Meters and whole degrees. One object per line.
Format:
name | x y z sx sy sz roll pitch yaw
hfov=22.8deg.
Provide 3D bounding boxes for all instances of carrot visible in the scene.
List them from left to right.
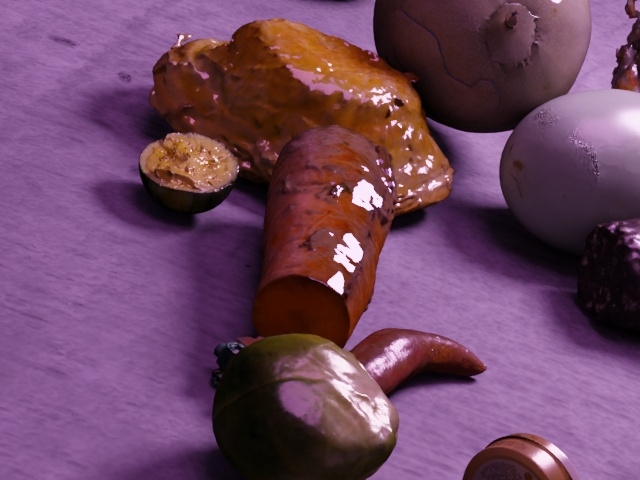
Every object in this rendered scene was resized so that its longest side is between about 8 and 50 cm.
carrot | 0.000 0.000 1.573 0.139 0.138 0.302 20 36 -2

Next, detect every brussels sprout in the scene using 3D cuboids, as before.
brussels sprout | -0.016 0.146 1.291 0.155 0.117 0.155 31 33 -23

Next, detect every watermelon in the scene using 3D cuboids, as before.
watermelon | -0.140 -0.063 1.657 0.105 0.062 0.105 9 36 -6

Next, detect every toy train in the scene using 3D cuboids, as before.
toy train | -0.048 0.124 1.395 0.103 0.044 0.064 40 21 34

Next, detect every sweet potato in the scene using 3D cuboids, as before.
sweet potato | 0.067 0.118 1.477 0.078 0.058 0.255 50 32 18

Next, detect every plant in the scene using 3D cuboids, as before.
plant | 0.394 0.043 1.782 0.194 0.132 0.129 6 33 -19

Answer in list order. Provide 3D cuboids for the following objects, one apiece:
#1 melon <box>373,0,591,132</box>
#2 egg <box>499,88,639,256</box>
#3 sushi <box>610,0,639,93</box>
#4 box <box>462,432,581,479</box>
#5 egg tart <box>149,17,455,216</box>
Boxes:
melon | 0.201 -0.266 1.961 0.268 0.268 0.330 20 5 -3
egg | 0.340 -0.079 1.887 0.283 0.203 0.203 4 31 -34
sushi | 0.594 -0.239 2.180 0.417 0.417 0.176 30 22 17
box | 0.167 0.213 1.311 0.105 0.105 0.037 36 37 28
egg tart | 0.002 -0.156 1.849 0.351 0.153 0.339 36 26 23
